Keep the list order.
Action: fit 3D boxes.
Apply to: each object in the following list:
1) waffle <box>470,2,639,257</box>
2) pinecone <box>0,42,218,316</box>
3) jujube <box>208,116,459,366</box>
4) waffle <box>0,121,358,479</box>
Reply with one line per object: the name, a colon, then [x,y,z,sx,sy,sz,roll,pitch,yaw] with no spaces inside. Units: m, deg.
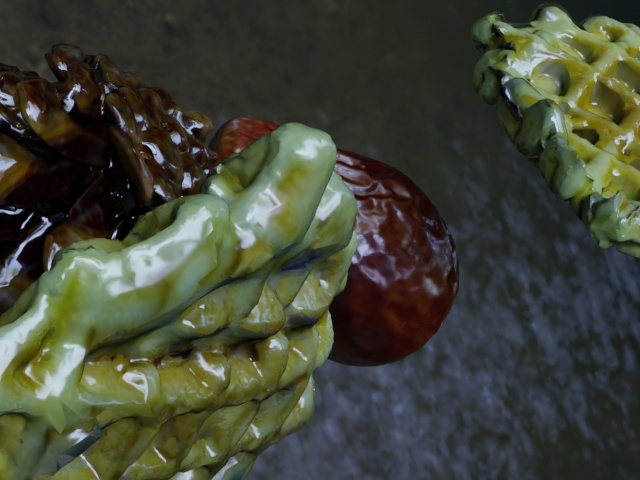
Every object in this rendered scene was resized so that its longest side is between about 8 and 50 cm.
waffle: [0.259,-0.062,0.819,0.297,0.073,0.317,8,43,-23]
pinecone: [-0.163,-0.021,0.703,0.229,0.201,0.202,-126,-147,-73]
jujube: [0.000,0.000,0.985,0.255,0.190,0.190,32,42,-16]
waffle: [-0.060,0.065,0.414,0.054,0.223,0.204,40,61,21]
